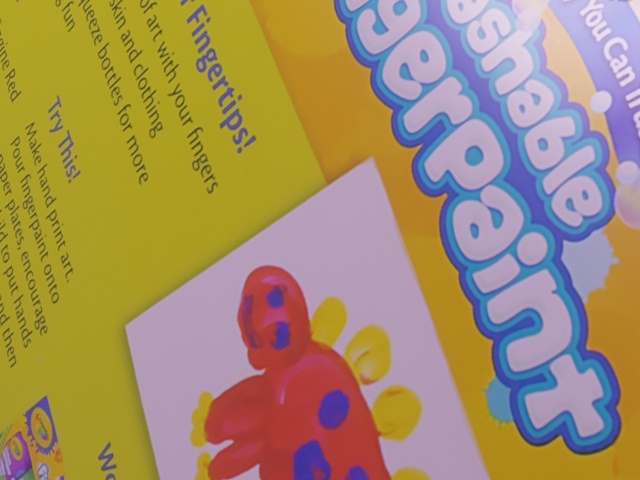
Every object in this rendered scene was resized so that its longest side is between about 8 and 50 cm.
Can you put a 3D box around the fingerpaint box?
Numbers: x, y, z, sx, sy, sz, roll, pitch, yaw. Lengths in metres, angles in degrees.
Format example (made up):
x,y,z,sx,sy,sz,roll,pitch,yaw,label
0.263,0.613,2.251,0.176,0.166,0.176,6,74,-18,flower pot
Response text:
x,y,z,sx,sy,sz,roll,pitch,yaw,label
0.000,0.000,0.472,0.371,0.163,0.444,-39,58,27,fingerpaint box
